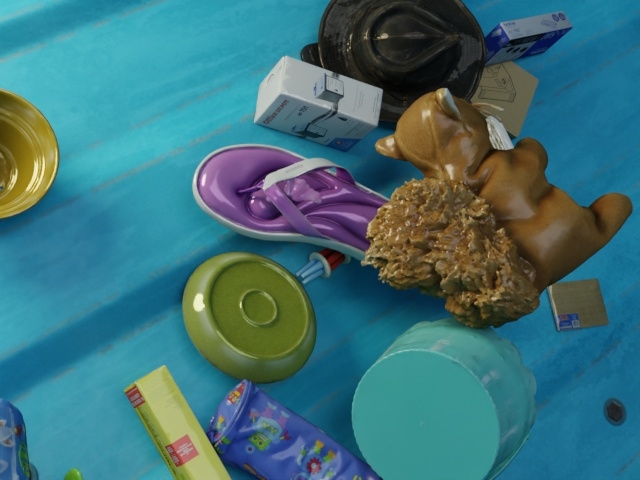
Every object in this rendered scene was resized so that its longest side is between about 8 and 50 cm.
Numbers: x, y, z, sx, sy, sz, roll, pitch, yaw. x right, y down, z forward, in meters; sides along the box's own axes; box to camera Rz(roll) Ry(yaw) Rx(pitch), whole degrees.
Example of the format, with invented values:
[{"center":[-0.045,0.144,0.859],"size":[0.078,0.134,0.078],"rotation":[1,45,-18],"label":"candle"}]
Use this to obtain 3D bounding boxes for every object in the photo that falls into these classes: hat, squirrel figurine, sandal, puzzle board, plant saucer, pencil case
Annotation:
[{"center":[0.167,-0.372,1.760],"size":[0.332,0.134,0.331],"rotation":[1,86,-11],"label":"hat"},{"center":[0.246,-0.064,1.562],"size":[0.370,0.281,0.397],"rotation":[53,49,-4],"label":"squirrel figurine"},{"center":[0.047,-0.367,1.819],"size":[0.179,0.040,0.067],"rotation":[-18,81,-28],"label":"sandal"},{"center":[0.512,0.128,1.883],"size":[0.128,0.011,0.096],"rotation":[-4,76,-25],"label":"puzzle board"},{"center":[-0.006,-0.072,1.599],"size":[0.417,0.102,0.169],"rotation":[15,68,-18],"label":"sandal"},{"center":[-0.107,0.117,1.560],"size":[0.241,0.037,0.240],"rotation":[14,56,-22],"label":"plant saucer"},{"center":[-0.040,0.353,1.493],"size":[0.306,0.119,0.133],"rotation":[37,66,-9],"label":"pencil case"}]

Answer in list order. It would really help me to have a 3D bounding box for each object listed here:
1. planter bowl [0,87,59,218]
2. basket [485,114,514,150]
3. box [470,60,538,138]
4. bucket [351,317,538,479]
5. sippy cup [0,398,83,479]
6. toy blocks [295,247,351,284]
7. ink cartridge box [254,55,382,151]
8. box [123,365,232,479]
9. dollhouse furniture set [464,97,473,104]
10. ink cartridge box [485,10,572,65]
[{"center":[-0.518,-0.121,1.450],"size":[0.217,0.090,0.217],"rotation":[8,71,-23],"label":"planter bowl"},{"center":[0.311,-0.138,1.822],"size":[0.103,0.113,0.167],"rotation":[-22,83,-27],"label":"basket"},{"center":[0.347,-0.324,1.954],"size":[0.201,0.021,0.164],"rotation":[31,63,-11],"label":"box"},{"center":[0.193,0.270,1.514],"size":[0.281,0.281,0.183],"rotation":[62,27,5],"label":"bucket"},{"center":[-0.484,0.330,1.252],"size":[0.240,0.305,0.224],"rotation":[-14,61,16],"label":"sippy cup"},{"center":[0.000,0.000,1.667],"size":[0.148,0.054,0.123],"rotation":[-34,90,-29],"label":"toy blocks"},{"center":[-0.006,-0.242,1.697],"size":[0.191,0.140,0.082],"rotation":[14,69,-19],"label":"ink cartridge box"},{"center":[-0.213,0.309,1.448],"size":[0.058,0.087,0.232],"rotation":[-28,87,-29],"label":"box"},{"center":[0.249,-0.232,1.882],"size":[0.114,0.081,0.091],"rotation":[-34,55,-3],"label":"dollhouse furniture set"},{"center":[0.419,-0.418,1.956],"size":[0.207,0.097,0.046],"rotation":[-19,76,-37],"label":"ink cartridge box"}]
